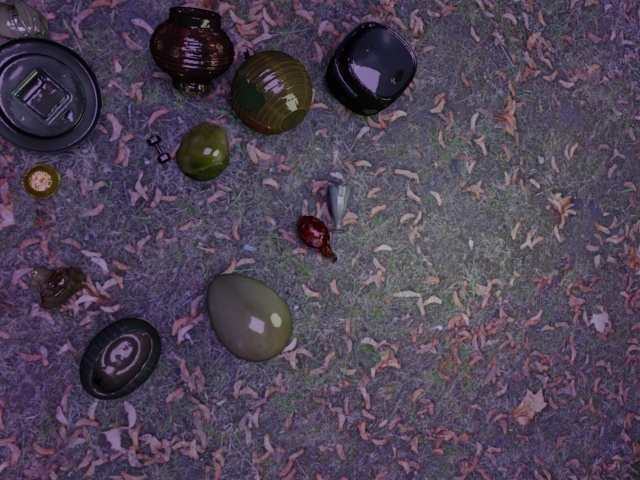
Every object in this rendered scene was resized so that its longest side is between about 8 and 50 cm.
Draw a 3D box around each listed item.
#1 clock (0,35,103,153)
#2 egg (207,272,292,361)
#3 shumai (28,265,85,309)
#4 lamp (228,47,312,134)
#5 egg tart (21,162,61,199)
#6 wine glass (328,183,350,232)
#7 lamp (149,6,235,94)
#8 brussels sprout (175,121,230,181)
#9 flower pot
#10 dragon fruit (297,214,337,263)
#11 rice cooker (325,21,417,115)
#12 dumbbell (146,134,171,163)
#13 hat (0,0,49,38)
[{"bbox_3d":[-0.757,-0.390,1.488,0.313,0.061,0.312,-6,101,-33],"label":"clock"},{"bbox_3d":[-0.216,0.221,1.623,0.218,0.218,0.295,-43,92,-12],"label":"egg"},{"bbox_3d":[-0.736,0.115,1.515,0.116,0.145,0.145,44,79,-3],"label":"shumai"},{"bbox_3d":[-0.159,-0.456,1.628,0.250,0.250,0.284,-33,78,-14],"label":"lamp"},{"bbox_3d":[-0.783,-0.166,1.541,0.105,0.039,0.105,-1,92,-18],"label":"egg tart"},{"bbox_3d":[0.058,-0.103,1.782,0.074,0.073,0.154,1,94,-17],"label":"wine glass"},{"bbox_3d":[-0.365,-0.541,1.574,0.247,0.247,0.246,0,90,-17],"label":"lamp"},{"bbox_3d":[-0.338,-0.260,1.627,0.183,0.145,0.131,-50,130,-5],"label":"brussels sprout"},{"bbox_3d":[-0.562,0.332,1.550,0.189,0.157,0.243,44,80,-11],"label":"flower pot"},{"bbox_3d":[0.000,0.000,1.753,0.094,0.094,0.190,-43,108,-12],"label":"dragon fruit"},{"bbox_3d":[0.152,-0.532,1.725,0.268,0.224,0.266,-1,92,-16],"label":"rice cooker"},{"bbox_3d":[-0.480,-0.270,1.632,0.036,0.040,0.083,-26,99,17],"label":"dumbbell"},{"bbox_3d":[-0.830,-0.596,1.516,0.166,0.081,0.122,10,127,-2],"label":"hat"}]
